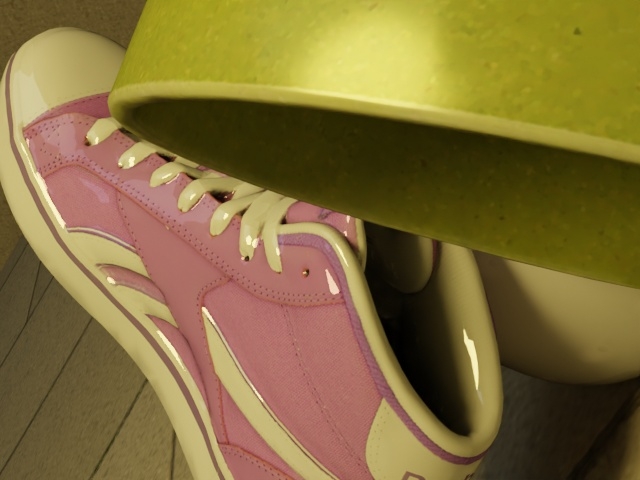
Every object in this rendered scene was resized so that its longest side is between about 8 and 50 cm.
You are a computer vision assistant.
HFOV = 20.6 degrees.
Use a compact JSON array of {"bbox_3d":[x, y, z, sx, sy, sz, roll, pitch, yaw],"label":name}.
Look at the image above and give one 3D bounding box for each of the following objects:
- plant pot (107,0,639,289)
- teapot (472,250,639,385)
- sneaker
[{"bbox_3d":[0.111,-0.142,0.477,0.275,0.275,0.293,180,104,-73],"label":"plant pot"},{"bbox_3d":[0.083,-0.072,0.733,0.256,0.187,0.252,-62,15,6],"label":"teapot"},{"bbox_3d":[-0.023,-0.009,0.699,0.102,0.282,0.161,-21,-24,-39],"label":"sneaker"}]
